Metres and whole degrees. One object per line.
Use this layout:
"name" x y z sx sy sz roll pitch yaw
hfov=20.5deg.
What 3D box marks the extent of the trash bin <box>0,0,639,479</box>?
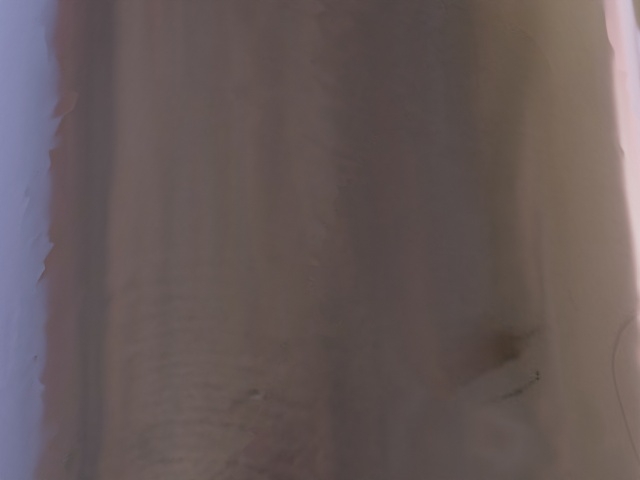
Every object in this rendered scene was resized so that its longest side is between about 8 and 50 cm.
"trash bin" 0.000 0.000 0.525 0.277 0.217 0.263 -9 -119 10
